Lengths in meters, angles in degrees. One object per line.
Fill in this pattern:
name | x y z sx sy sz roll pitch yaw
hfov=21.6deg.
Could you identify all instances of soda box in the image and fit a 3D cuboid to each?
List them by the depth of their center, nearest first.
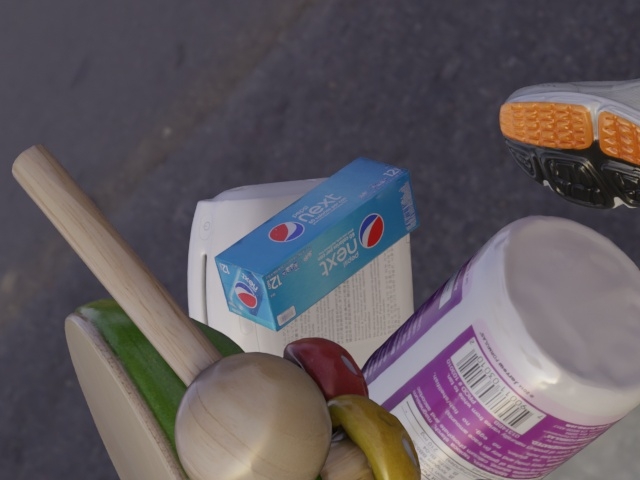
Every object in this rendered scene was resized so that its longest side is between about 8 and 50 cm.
soda box | 0.000 0.000 1.634 0.071 0.067 0.210 19 43 42

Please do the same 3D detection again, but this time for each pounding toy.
pounding toy | -0.019 0.072 0.669 0.183 0.110 0.237 53 161 35

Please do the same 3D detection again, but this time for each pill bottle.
pill bottle | 0.128 0.125 1.348 0.301 0.169 0.169 -48 26 46

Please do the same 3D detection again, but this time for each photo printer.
photo printer | -0.025 0.060 1.895 0.107 0.307 0.256 0 96 41

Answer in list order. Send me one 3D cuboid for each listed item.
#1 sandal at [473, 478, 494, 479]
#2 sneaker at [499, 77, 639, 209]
sandal | 0.075 0.173 0.869 0.265 0.076 0.102 -8 59 61
sneaker | 0.271 -0.091 1.284 0.121 0.262 0.099 -62 -28 -43
